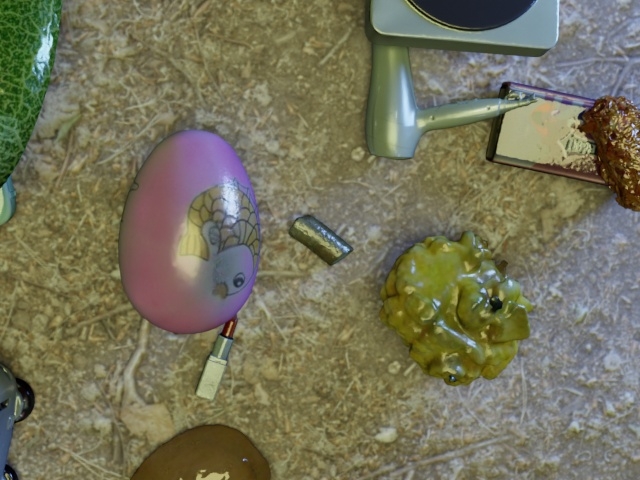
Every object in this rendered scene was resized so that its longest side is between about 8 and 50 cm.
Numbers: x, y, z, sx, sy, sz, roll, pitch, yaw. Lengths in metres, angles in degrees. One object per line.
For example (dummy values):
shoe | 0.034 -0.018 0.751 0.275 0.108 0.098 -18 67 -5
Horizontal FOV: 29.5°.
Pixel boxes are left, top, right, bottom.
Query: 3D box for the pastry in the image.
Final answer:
pastry | 0.420 -0.119 1.649 0.087 0.063 0.169 -26 99 4

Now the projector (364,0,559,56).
projector | 0.192 -0.384 1.644 0.259 0.079 0.257 4 83 -8

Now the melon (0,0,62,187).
melon | -0.475 -0.221 1.541 0.331 0.226 0.343 -8 68 -16

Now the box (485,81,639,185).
box | 0.354 -0.146 1.708 0.224 0.069 0.120 10 97 -5

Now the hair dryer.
hair dryer | 0.179 -0.214 1.665 0.237 0.075 0.206 1 92 11

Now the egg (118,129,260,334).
egg | -0.178 -0.010 1.625 0.196 0.196 0.271 -10 94 -3

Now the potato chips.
potato chips | -0.175 0.365 1.742 0.208 0.062 0.195 4 99 -7

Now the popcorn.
popcorn | 0.190 0.092 1.676 0.189 0.169 0.218 -39 105 3

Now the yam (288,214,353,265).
yam | 0.000 0.000 1.714 0.094 0.043 0.043 39 93 -7

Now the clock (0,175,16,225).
clock | -0.519 -0.081 1.655 0.189 0.060 0.148 -9 98 -3

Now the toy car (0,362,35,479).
toy car | -0.530 0.280 1.653 0.212 0.180 0.270 12 96 5

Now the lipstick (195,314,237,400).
lipstick | -0.144 0.163 1.731 0.030 0.030 0.129 19 96 -6
